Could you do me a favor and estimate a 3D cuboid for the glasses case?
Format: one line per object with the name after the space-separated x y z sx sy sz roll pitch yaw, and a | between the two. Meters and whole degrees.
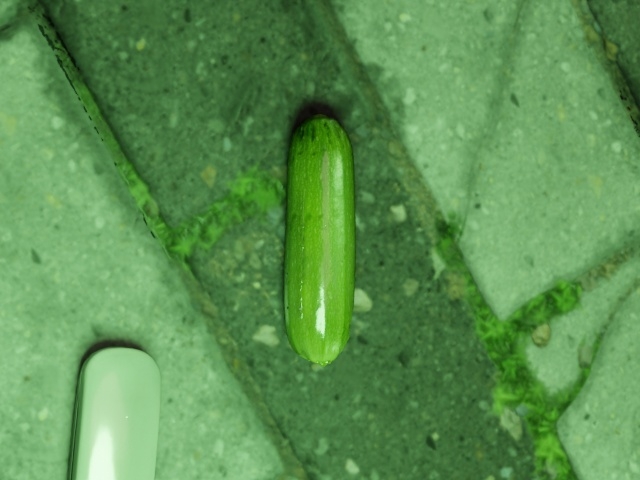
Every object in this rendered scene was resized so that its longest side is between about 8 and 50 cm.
-0.189 0.195 1.693 0.076 0.049 0.197 5 88 -21 | glasses case

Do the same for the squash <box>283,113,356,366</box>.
0.000 0.000 1.756 0.069 0.069 0.238 2 90 -21 | squash
